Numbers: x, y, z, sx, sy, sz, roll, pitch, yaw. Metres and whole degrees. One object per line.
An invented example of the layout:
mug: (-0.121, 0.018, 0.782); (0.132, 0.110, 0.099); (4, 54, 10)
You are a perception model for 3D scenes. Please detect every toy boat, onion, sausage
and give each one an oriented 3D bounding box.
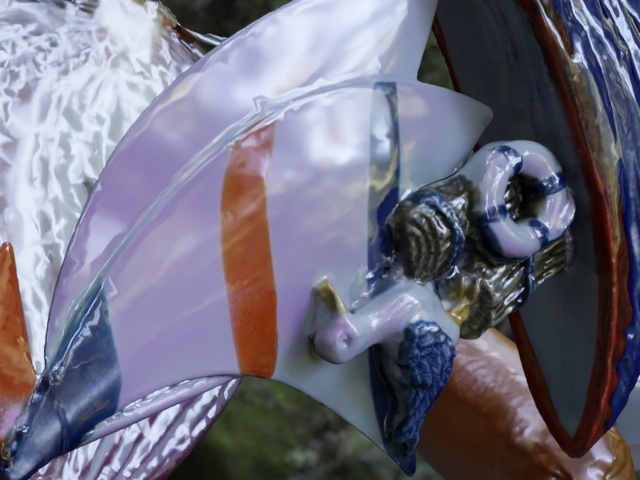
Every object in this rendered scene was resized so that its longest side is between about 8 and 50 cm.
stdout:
toy boat: (0.010, -0.027, 0.677); (0.318, 0.219, 0.072); (4, 1, -34)
onion: (-0.163, 0.041, 0.979); (0.267, 0.349, 0.159); (26, -27, -31)
sausage: (0.083, 0.086, 0.942); (0.076, 0.076, 0.197); (18, 9, -29)

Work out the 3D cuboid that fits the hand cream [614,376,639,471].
hand cream: (0.226, 0.094, 1.047); (0.216, 0.052, 0.038); (-3, -24, 2)
